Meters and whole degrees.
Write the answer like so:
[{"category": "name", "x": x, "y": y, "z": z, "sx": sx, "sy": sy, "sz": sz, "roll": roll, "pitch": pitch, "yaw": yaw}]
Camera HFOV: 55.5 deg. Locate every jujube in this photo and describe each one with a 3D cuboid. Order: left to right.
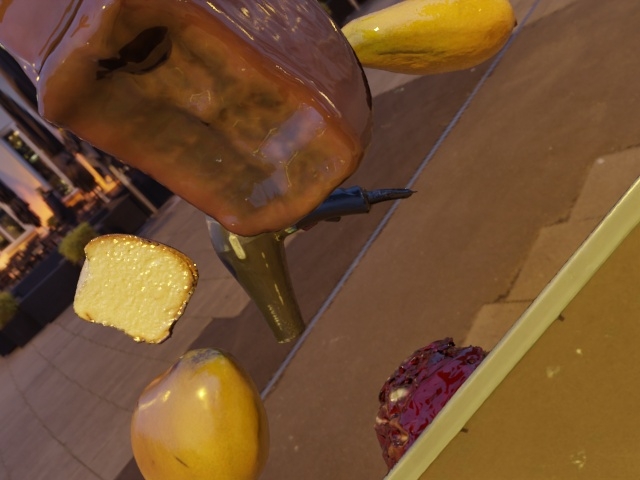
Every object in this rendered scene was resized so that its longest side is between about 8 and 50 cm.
[{"category": "jujube", "x": 0.189, "y": 0.266, "z": 0.837, "sx": 0.258, "sy": 0.258, "sz": 0.376, "roll": -41, "pitch": -20, "yaw": -2}]

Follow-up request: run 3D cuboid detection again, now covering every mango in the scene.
[{"category": "mango", "x": -0.165, "y": 0.265, "z": 0.859, "sx": 0.173, "sy": 0.211, "sz": 0.317, "roll": -23, "pitch": -23, "yaw": -33}, {"category": "mango", "x": 0.166, "y": -0.315, "z": 0.923, "sx": 0.317, "sy": 0.119, "sz": 0.176, "roll": -13, "pitch": 7, "yaw": -25}]

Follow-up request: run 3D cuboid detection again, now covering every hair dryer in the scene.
[{"category": "hair dryer", "x": 0.000, "y": 0.000, "z": 0.782, "sx": 0.272, "sy": 0.235, "sz": 0.091, "roll": -20, "pitch": 13, "yaw": 16}]

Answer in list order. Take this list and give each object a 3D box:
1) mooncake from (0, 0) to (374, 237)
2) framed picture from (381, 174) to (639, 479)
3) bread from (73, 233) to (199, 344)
[{"category": "mooncake", "x": -0.104, "y": -0.153, "z": 0.544, "sx": 0.174, "sy": 0.333, "sz": 0.326, "roll": -37, "pitch": -20, "yaw": 29}, {"category": "framed picture", "x": 0.210, "y": 0.105, "z": 0.370, "sx": 0.296, "sy": 0.232, "sz": 0.019, "roll": -55, "pitch": 7, "yaw": 16}, {"category": "bread", "x": -0.215, "y": 0.051, "z": 0.704, "sx": 0.044, "sy": 0.129, "sz": 0.126, "roll": -119, "pitch": 52, "yaw": -70}]
